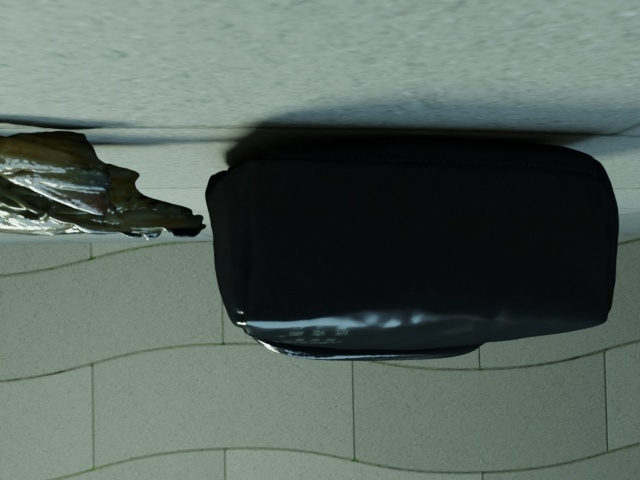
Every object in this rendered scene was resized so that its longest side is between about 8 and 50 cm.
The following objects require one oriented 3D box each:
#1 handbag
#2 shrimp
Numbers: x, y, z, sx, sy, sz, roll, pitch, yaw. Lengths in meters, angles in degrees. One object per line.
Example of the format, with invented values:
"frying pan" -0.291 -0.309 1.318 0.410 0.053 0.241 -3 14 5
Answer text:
"handbag" 0.051 0.014 0.635 0.301 0.178 0.275 -1 178 -13
"shrimp" -0.207 -0.046 0.522 0.254 0.059 0.145 6 163 -7
